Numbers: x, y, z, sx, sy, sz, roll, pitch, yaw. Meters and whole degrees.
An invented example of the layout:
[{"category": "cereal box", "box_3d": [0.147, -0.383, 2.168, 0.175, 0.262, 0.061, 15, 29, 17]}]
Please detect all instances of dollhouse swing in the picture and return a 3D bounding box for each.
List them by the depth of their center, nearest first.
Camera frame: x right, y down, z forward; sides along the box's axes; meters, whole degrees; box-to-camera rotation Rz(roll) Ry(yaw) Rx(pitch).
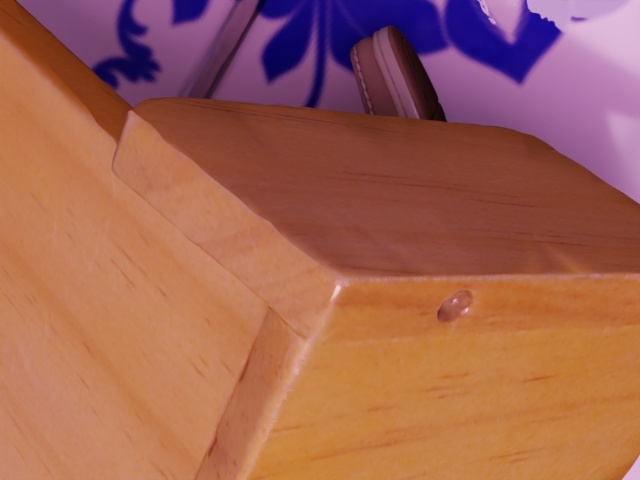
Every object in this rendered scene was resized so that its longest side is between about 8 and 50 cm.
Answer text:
[{"category": "dollhouse swing", "box_3d": [-0.059, 0.060, 0.604, 0.315, 0.305, 0.347, 0, 127, -36]}]

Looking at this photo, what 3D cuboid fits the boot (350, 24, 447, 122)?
[{"category": "boot", "box_3d": [0.000, 0.000, 0.636, 0.165, 0.077, 0.213, -10, 113, 15]}]
